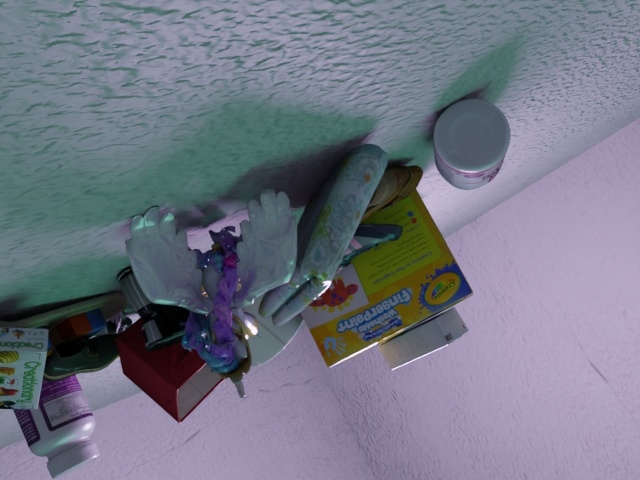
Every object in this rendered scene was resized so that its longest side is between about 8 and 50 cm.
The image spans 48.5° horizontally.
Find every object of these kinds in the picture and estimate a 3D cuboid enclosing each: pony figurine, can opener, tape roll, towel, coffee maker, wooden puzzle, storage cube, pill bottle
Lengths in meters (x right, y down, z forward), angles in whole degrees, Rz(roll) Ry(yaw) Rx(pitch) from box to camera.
[{"bbox_3d":[-0.184,0.086,1.352,0.303,0.350,0.363,-10,-172,-6],"label":"pony figurine"},{"bbox_3d":[-0.542,0.231,1.849,0.095,0.076,0.283,9,160,-12],"label":"can opener"},{"bbox_3d":[-0.185,0.223,2.076,0.246,0.169,0.246,-40,-160,17],"label":"tape roll"},{"bbox_3d":[0.000,0.000,1.499,0.320,0.090,0.374,-67,-171,-27],"label":"towel"},{"bbox_3d":[-0.324,0.126,1.519,0.171,0.178,0.120,-27,170,-3],"label":"coffee maker"},{"bbox_3d":[-0.634,0.237,1.557,0.322,0.080,0.348,-33,168,28],"label":"wooden puzzle"},{"bbox_3d":[-0.335,0.269,1.645,0.184,0.193,0.215,-44,161,-31],"label":"storage cube"},{"bbox_3d":[0.339,-0.206,1.615,0.160,0.160,0.283,-28,170,6],"label":"pill bottle"},{"bbox_3d":[-0.681,0.441,1.814,0.169,0.301,0.169,-26,169,-5],"label":"pill bottle"}]

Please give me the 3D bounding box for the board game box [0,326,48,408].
[{"bbox_3d":[-0.640,0.253,1.376,0.193,0.053,0.305,5,146,-22],"label":"board game box"}]

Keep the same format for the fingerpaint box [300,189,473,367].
[{"bbox_3d":[0.146,0.092,1.999,0.445,0.371,0.163,-29,169,8],"label":"fingerpaint box"}]

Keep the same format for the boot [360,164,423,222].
[{"bbox_3d":[0.115,-0.099,1.792,0.220,0.109,0.283,-22,162,-48],"label":"boot"}]

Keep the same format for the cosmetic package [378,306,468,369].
[{"bbox_3d":[0.286,0.276,1.993,0.117,0.085,0.231,-20,168,-48],"label":"cosmetic package"}]

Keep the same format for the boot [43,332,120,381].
[{"bbox_3d":[-0.501,0.238,1.549,0.198,0.076,0.137,-25,167,-41],"label":"boot"}]

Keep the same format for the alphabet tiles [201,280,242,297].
[{"bbox_3d":[-0.331,0.180,1.893,0.285,0.011,0.343,-33,167,33],"label":"alphabet tiles"}]

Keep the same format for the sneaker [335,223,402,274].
[{"bbox_3d":[0.067,0.028,1.887,0.319,0.131,0.112,-8,174,18],"label":"sneaker"}]
